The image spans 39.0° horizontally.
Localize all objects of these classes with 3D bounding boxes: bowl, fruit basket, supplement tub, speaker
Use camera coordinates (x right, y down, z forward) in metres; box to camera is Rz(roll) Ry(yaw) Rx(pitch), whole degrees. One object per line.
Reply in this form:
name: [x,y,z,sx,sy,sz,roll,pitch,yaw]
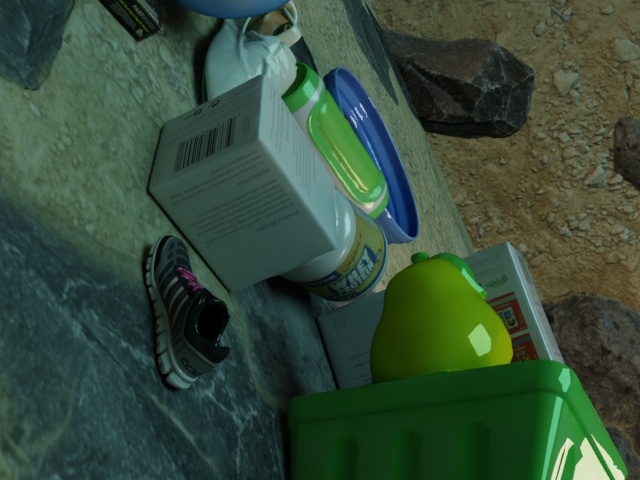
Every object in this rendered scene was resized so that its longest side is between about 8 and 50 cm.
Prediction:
bowl: [0.090,-0.170,1.883,0.391,0.077,0.391,56,20,-33]
fruit basket: [0.154,0.214,1.091,0.283,0.392,0.392,55,21,-33]
supplement tub: [0.000,0.000,1.280,0.199,0.144,0.144,33,38,-61]
speaker: [0.005,-0.156,1.530,0.296,0.131,0.131,53,22,-37]

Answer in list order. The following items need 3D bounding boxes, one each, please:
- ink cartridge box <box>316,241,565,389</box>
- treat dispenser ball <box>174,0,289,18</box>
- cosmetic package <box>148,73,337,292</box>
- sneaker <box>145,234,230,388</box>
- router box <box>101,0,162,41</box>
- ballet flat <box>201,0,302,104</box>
ink cartridge box: [0.188,0.189,1.323,0.130,0.309,0.272,24,47,-66]
treat dispenser ball: [-0.125,-0.452,1.243,0.288,0.288,0.288,55,20,-33]
cosmetic package: [-0.087,-0.068,1.095,0.184,0.151,0.151,56,20,-34]
sneaker: [-0.130,0.064,0.926,0.063,0.075,0.170,42,30,-54]
router box: [-0.249,-0.323,1.130,0.122,0.038,0.092,47,26,-47]
ballet flat: [-0.095,-0.285,1.388,0.139,0.139,0.400,56,20,-31]
